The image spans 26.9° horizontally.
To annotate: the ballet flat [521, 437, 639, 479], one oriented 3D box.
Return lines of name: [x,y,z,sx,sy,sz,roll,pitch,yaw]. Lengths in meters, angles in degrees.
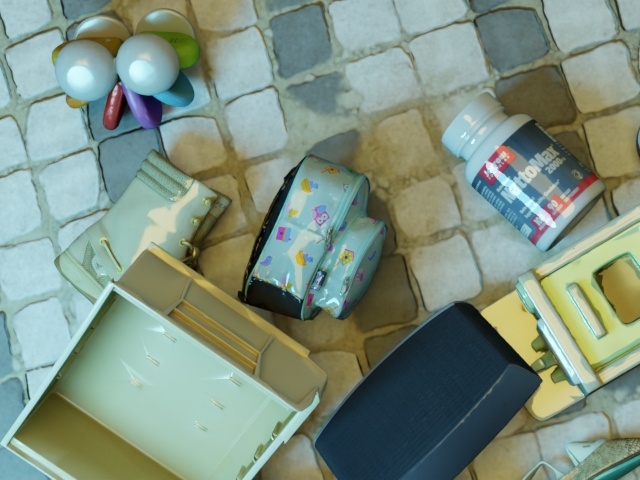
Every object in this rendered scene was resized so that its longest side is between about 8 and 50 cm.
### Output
ballet flat: [0.284,0.269,1.523,0.206,0.073,0.067,-34,64,-1]

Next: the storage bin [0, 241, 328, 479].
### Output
storage bin: [-0.170,0.186,1.498,0.260,0.123,0.262,35,116,-4]

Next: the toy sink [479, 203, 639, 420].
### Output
toy sink: [0.305,0.084,1.512,0.234,0.131,0.153,-30,78,4]

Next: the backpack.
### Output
backpack: [0.000,0.000,1.552,0.144,0.166,0.188,15,88,9]

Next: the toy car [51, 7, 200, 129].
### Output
toy car: [-0.233,-0.200,1.641,0.182,0.159,0.136,-5,116,7]

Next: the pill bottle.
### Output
pill bottle: [0.232,-0.084,1.560,0.180,0.108,0.108,44,90,12]

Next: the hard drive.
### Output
hard drive: [0.111,0.194,1.519,0.255,0.054,0.172,-45,43,5]

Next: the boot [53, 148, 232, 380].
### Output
boot: [-0.165,0.034,1.612,0.262,0.095,0.203,39,87,14]

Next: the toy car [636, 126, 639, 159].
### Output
toy car: [0.434,-0.126,1.493,0.148,0.188,0.155,0,82,8]
